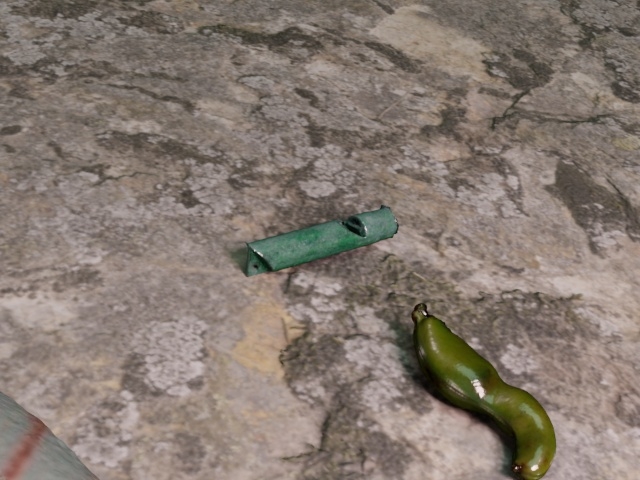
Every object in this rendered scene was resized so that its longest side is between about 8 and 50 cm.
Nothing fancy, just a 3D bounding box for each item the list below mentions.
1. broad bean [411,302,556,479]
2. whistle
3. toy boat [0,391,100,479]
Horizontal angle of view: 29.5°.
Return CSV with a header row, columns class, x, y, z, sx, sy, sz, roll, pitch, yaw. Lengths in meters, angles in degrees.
class,x,y,z,sx,sy,sz,roll,pitch,yaw
broad bean,0.142,0.134,1.104,0.070,0.048,0.213,-10,43,-32
whistle,0.000,0.000,1.266,0.186,0.039,0.039,-15,42,-35
toy boat,-0.251,0.165,0.909,0.282,0.096,0.206,23,19,-1
